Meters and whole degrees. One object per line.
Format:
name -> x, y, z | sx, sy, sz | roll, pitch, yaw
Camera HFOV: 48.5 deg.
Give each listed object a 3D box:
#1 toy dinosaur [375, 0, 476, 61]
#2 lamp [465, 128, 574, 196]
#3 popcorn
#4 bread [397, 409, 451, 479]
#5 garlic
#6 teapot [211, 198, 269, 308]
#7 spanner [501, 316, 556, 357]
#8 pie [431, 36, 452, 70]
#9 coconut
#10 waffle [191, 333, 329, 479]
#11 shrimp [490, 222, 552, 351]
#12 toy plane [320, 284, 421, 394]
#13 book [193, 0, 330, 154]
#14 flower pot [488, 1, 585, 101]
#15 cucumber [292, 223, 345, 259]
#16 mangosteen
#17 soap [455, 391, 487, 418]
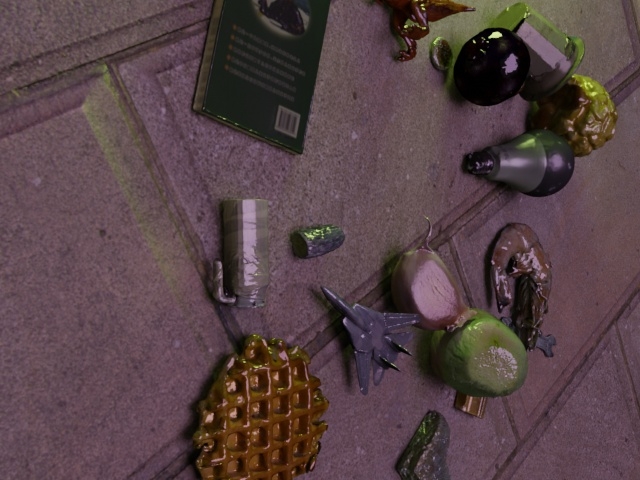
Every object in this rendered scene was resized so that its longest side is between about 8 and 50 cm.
toy dinosaur -> 0.219, -0.522, 1.637 | 0.432, 0.097, 0.208 | 15, 69, -45
lamp -> 0.521, -0.220, 1.879 | 0.314, 0.182, 0.181 | 12, 80, -17
popcorn -> 0.709, -0.367, 2.014 | 0.237, 0.206, 0.251 | -47, 108, -17
bread -> 0.250, 0.516, 1.658 | 0.173, 0.064, 0.231 | 11, 80, -44
garlic -> 0.221, 0.091, 1.594 | 0.148, 0.129, 0.266 | -34, 110, -32
teapot -> -0.148, 0.025, 1.296 | 0.107, 0.077, 0.200 | -1, 90, -39
spanner -> 0.590, 0.272, 2.004 | 0.302, 0.018, 0.071 | 24, 72, -40
pie -> 0.300, -0.462, 1.756 | 0.085, 0.017, 0.085 | 1, 88, -43
coconut -> 0.368, 0.268, 1.677 | 0.236, 0.236, 0.204 | -26, 99, -40
waffle -> -0.100, 0.345, 1.338 | 0.302, 0.068, 0.325 | 51, 59, -29
shrimp -> 0.540, 0.125, 1.920 | 0.247, 0.085, 0.360 | 11, 74, -37
toy plane -> 0.079, 0.177, 1.496 | 0.267, 0.088, 0.212 | 43, 75, -19
book -> -0.102, -0.379, 1.375 | 0.260, 0.043, 0.370 | 19, 78, -43
flower pot -> 0.553, -0.506, 1.880 | 0.203, 0.212, 0.212 | 31, 68, -27
cucumber -> -0.002, 0.000, 1.440 | 0.112, 0.064, 0.064 | -16, 100, -41
mangosteen -> 0.436, -0.422, 1.774 | 0.231, 0.194, 0.194 | 21, 74, -53
soap -> 0.409, 0.325, 1.824 | 0.092, 0.037, 0.251 | 31, 69, -36
